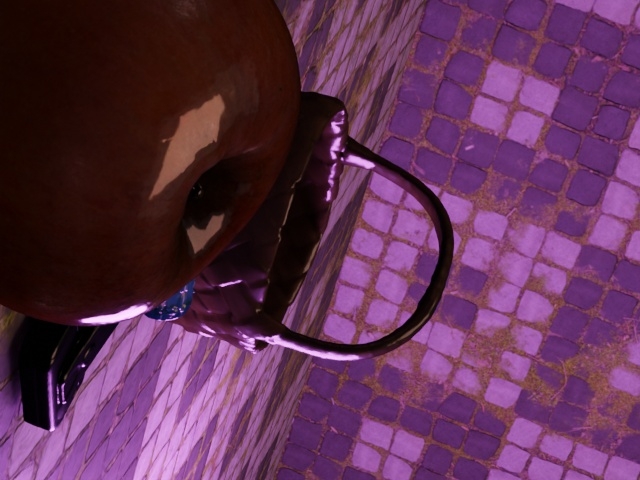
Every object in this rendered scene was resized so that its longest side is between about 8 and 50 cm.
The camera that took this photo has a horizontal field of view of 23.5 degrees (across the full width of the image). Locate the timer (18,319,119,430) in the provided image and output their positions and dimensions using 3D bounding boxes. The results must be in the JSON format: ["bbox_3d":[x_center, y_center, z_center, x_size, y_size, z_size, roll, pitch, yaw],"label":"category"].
[{"bbox_3d":[-0.216,0.072,1.415,0.144,0.055,0.187,100,13,-55],"label":"timer"}]

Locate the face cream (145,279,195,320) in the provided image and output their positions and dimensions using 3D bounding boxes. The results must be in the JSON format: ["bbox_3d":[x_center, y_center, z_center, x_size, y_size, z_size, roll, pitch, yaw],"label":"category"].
[{"bbox_3d":[-0.137,-0.053,1.488,0.337,0.080,0.163,104,-6,-46],"label":"face cream"}]

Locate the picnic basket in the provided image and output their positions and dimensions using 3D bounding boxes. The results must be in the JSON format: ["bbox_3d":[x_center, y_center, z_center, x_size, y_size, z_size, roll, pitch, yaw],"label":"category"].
[{"bbox_3d":[0.000,0.000,1.788,0.337,0.337,0.293,99,14,-59],"label":"picnic basket"}]

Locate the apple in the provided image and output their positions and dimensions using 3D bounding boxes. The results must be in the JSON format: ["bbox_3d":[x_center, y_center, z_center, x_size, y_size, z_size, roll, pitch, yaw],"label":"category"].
[{"bbox_3d":[-0.143,-0.082,0.926,0.253,0.253,0.254,21,90,-83],"label":"apple"}]
